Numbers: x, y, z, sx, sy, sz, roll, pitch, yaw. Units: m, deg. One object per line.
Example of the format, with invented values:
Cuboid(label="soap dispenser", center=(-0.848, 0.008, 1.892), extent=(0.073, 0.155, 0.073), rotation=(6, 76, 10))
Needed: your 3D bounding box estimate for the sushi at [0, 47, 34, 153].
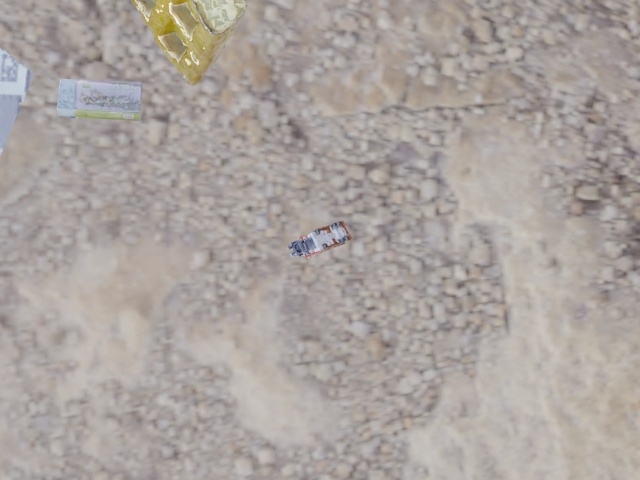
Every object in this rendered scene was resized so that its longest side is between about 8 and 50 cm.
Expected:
Cuboid(label="sushi", center=(-0.432, -0.120, 1.787), extent=(0.292, 0.059, 0.294), rotation=(41, 111, 35))

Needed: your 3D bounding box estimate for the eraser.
Cuboid(label="eraser", center=(-0.221, -0.142, 1.571), extent=(0.083, 0.019, 0.038), rotation=(2, 68, -5))

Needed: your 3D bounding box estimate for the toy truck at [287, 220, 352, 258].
Cuboid(label="toy truck", center=(0.000, 0.000, 1.494), extent=(0.032, 0.083, 0.024), rotation=(-26, 88, 29))

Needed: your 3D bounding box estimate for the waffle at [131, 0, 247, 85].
Cuboid(label="waffle", center=(-0.174, -0.299, 1.588), extent=(0.057, 0.168, 0.274), rotation=(-32, 85, -19))
